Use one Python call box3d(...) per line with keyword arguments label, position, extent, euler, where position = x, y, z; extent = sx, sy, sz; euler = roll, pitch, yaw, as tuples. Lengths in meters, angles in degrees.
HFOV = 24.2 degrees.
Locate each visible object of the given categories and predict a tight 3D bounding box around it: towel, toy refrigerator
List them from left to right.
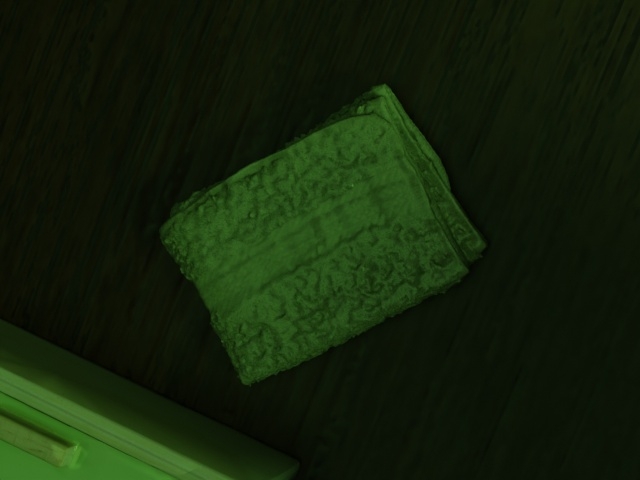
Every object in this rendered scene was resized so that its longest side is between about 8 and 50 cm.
box3d(label="toy refrigerator", position=(-0.159, 0.110, 0.771), extent=(0.270, 0.094, 0.102), euler=(24, 97, 14))
box3d(label="towel", position=(0.000, 0.000, 0.761), extent=(0.148, 0.027, 0.110), euler=(-30, 84, 12))
